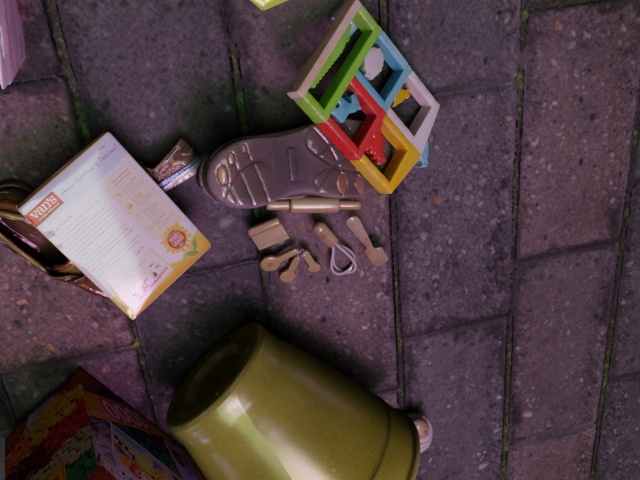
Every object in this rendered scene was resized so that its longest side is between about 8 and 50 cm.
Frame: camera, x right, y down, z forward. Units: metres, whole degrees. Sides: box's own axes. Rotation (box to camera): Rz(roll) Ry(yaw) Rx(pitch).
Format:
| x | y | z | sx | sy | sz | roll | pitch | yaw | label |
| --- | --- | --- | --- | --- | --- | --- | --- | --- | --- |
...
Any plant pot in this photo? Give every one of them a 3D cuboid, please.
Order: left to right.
| x | y | z | sx | sy | sz | roll | pitch | yaw | label |
| --- | --- | --- | --- | --- | --- | --- | --- | --- | --- |
| -0.074 | 0.348 | 1.262 | 0.366 | 0.366 | 0.353 | -42 | 108 | 7 | plant pot |

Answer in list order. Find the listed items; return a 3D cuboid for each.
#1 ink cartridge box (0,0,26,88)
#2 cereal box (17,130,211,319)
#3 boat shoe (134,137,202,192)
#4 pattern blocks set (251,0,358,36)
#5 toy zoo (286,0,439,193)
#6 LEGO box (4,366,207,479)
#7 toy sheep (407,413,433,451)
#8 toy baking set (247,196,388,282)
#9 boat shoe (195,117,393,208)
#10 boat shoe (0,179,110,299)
| x | y | z | sx | sy | sz | roll | pitch | yaw | label |
| --- | --- | --- | --- | --- | --- | --- | --- | --- | --- |
| -0.435 | -0.273 | 0.910 | 0.067 | 0.198 | 0.115 | -3 | 116 | -15 | ink cartridge box |
| -0.307 | -0.022 | 1.066 | 0.173 | 0.047 | 0.240 | -43 | 114 | -11 | cereal box |
| -0.281 | -0.100 | 1.123 | 0.183 | 0.066 | 0.066 | -36 | 115 | -8 | boat shoe |
| -0.017 | -0.468 | 1.030 | 0.325 | 0.026 | 0.285 | 26 | 106 | -26 | pattern blocks set |
| 0.091 | -0.210 | 1.124 | 0.293 | 0.030 | 0.192 | 43 | 68 | -34 | toy zoo |
| -0.294 | 0.509 | 1.227 | 0.193 | 0.372 | 0.500 | -43 | 120 | -5 | LEGO box |
| 0.196 | 0.416 | 1.499 | 0.091 | 0.091 | 0.132 | -5 | 146 | -13 | toy sheep |
| -0.001 | -0.005 | 1.244 | 0.256 | 0.030 | 0.196 | -4 | 135 | -8 | toy baking set |
| -0.040 | -0.131 | 1.136 | 0.355 | 0.130 | 0.132 | -8 | 102 | -35 | boat shoe |
| -0.400 | 0.028 | 1.123 | 0.307 | 0.104 | 0.110 | 33 | 102 | -28 | boat shoe |
